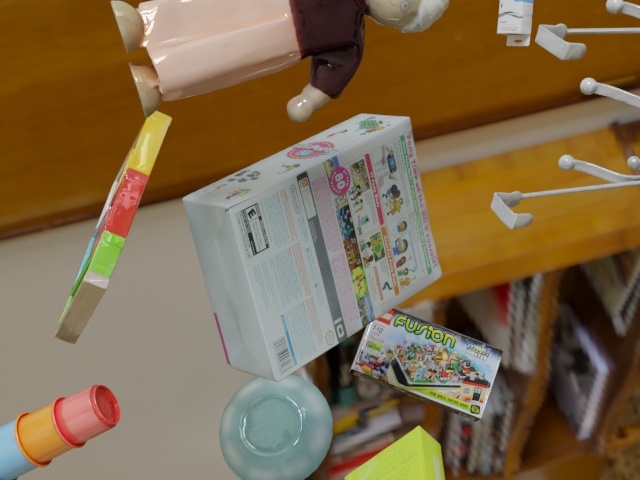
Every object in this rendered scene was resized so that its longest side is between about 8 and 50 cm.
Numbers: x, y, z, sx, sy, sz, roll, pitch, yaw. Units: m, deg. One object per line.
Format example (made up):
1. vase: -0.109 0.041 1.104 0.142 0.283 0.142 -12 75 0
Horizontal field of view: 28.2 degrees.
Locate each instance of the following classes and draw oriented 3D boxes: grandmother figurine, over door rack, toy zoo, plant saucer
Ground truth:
1. grandmother figurine: -0.028 -0.220 1.299 0.104 0.342 0.208 -118 12 -56
2. over door rack: 0.335 -0.168 1.564 0.108 0.324 0.239 35 126 38
3. toy zoo: -0.251 -0.034 1.577 0.192 0.030 0.293 133 157 -58
4. plant saucer: -0.078 0.306 2.084 0.037 0.195 0.195 57 -167 -66

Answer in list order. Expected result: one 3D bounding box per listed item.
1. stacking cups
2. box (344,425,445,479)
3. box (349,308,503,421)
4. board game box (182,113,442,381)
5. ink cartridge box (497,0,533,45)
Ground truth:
1. stacking cups: -0.421 0.283 1.742 0.096 0.316 0.096 50 -158 -29
2. box: 0.075 0.275 1.245 0.042 0.109 0.178 42 -157 -23
3. box: 0.159 0.182 1.918 0.036 0.207 0.114 109 -179 -74
4. board game box: 0.000 0.000 1.551 0.097 0.303 0.224 10 120 47
5. ink cartridge box: 0.310 -0.352 2.029 0.048 0.028 0.083 9 98 46
